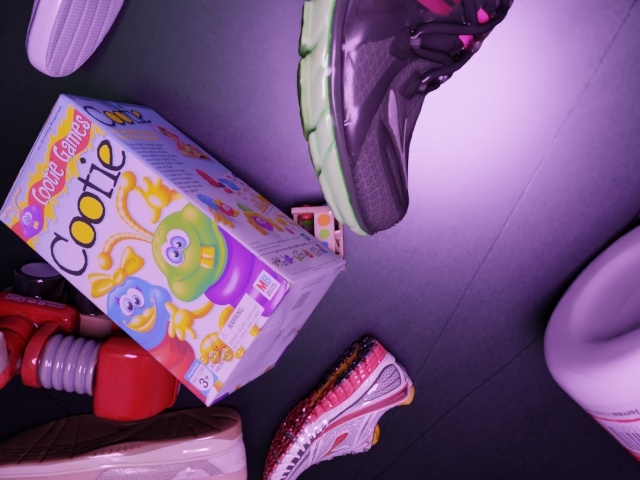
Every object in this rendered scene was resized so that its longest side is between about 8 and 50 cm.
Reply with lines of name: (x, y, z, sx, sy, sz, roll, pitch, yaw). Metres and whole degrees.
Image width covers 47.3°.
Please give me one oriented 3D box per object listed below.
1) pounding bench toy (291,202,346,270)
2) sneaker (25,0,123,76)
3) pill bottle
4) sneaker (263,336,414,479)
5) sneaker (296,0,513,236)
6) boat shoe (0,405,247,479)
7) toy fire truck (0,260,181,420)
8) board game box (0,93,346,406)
pounding bench toy: (0.000, 0.000, 0.784, 0.052, 0.083, 0.065, -3, 74, 6)
sneaker: (-0.237, -0.289, 0.702, 0.091, 0.094, 0.258, 27, 103, 15)
pill bottle: (0.436, 0.179, 0.714, 0.407, 0.229, 0.229, 43, 104, -9)
sneaker: (0.016, 0.219, 0.826, 0.092, 0.088, 0.225, 40, 105, -9)
sneaker: (0.095, -0.225, 0.642, 0.202, 0.185, 0.483, 11, 108, 4)
boat shoe: (-0.236, 0.264, 0.848, 0.302, 0.109, 0.098, -7, 105, 0)
toy fire truck: (-0.253, 0.108, 0.727, 0.216, 0.246, 0.159, 12, 107, 0)
board game box: (-0.140, 0.000, 0.700, 0.275, 0.144, 0.142, 38, 107, 14)
